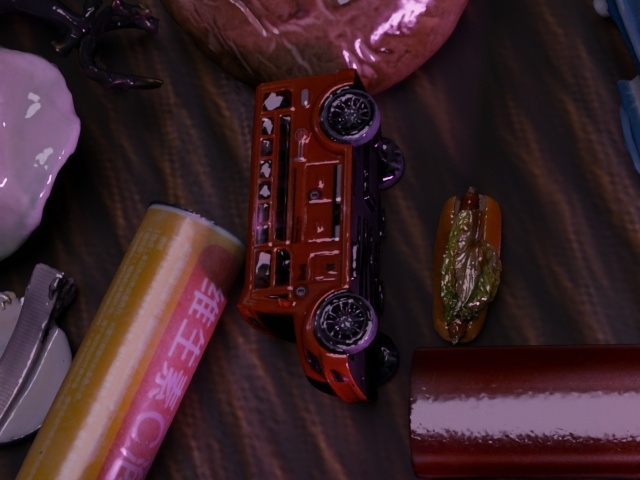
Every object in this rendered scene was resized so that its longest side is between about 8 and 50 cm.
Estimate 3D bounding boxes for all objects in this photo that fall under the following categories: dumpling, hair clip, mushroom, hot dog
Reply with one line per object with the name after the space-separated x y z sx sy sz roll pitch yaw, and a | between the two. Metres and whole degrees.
-0.366 -0.106 1.270 0.320 0.270 0.212 19 51 43 | dumpling
-0.254 0.102 1.237 0.116 0.049 0.172 21 79 24 | hair clip
-0.015 -0.189 1.253 0.285 0.156 0.151 3 100 15 | mushroom
0.114 0.020 1.179 0.056 0.041 0.133 3 71 15 | hot dog

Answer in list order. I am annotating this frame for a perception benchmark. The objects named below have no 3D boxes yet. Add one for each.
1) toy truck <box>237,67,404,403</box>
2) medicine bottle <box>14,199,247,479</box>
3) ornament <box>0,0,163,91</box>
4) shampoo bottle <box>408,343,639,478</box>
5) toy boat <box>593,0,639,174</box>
0.000 0.000 1.179 0.114 0.107 0.253 -3 69 14 | toy truck
-0.183 0.175 1.161 0.108 0.108 0.426 19 76 19 | medicine bottle
-0.241 -0.201 1.263 0.236 0.202 0.080 29 92 18 | ornament
0.198 0.126 1.109 0.260 0.064 0.102 -1 67 13 | shampoo bottle
0.269 -0.147 1.182 0.109 0.098 0.238 8 55 -29 | toy boat
